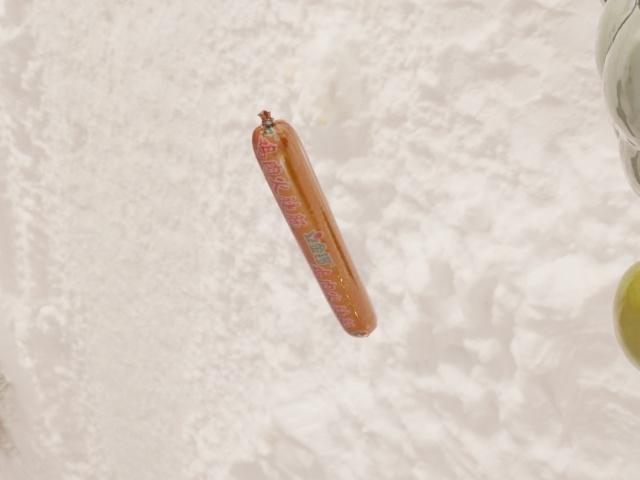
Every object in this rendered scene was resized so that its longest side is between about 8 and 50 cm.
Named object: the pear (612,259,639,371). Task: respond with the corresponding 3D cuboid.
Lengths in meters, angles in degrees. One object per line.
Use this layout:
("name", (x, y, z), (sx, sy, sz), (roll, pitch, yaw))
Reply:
("pear", (0.486, 0.105, 0.834), (0.200, 0.200, 0.199), (29, 134, 34))

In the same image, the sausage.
("sausage", (0.000, 0.000, 0.734), (0.053, 0.053, 0.347), (16, 142, 43))

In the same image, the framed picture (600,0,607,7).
("framed picture", (0.308, -0.384, 0.363), (0.446, 0.028, 0.326), (-37, 120, 22))

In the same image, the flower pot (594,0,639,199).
("flower pot", (0.274, -0.099, 0.332), (0.246, 0.195, 0.245), (-5, 81, 34))
